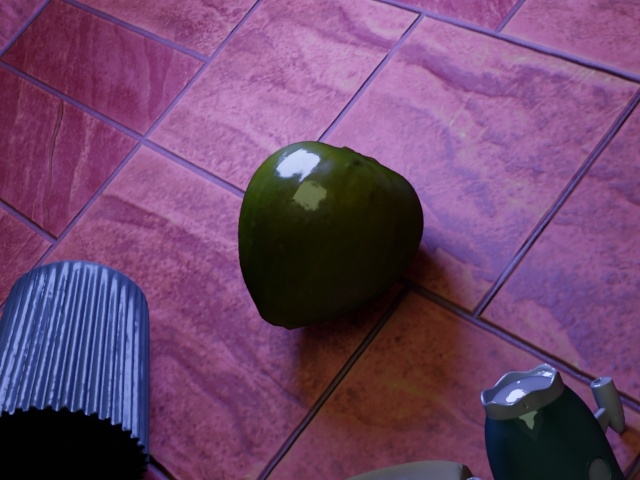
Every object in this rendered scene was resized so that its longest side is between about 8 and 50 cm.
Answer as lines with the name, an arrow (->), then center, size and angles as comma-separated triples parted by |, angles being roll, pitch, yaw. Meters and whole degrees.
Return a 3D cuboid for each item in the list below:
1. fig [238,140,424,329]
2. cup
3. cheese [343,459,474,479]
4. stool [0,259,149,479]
fig -> 0.000, 0.000, 1.921 | 0.316, 0.316, 0.316 | -17, 50, 22
cup -> 0.289, 0.261, 1.554 | 0.299, 0.173, 0.167 | -30, 10, -33
cheese -> 0.066, 0.403, 1.607 | 0.315, 0.128, 0.259 | -20, 8, 14
stool -> -0.425, 0.232, 2.012 | 0.297, 0.297, 0.330 | -20, 45, 19
